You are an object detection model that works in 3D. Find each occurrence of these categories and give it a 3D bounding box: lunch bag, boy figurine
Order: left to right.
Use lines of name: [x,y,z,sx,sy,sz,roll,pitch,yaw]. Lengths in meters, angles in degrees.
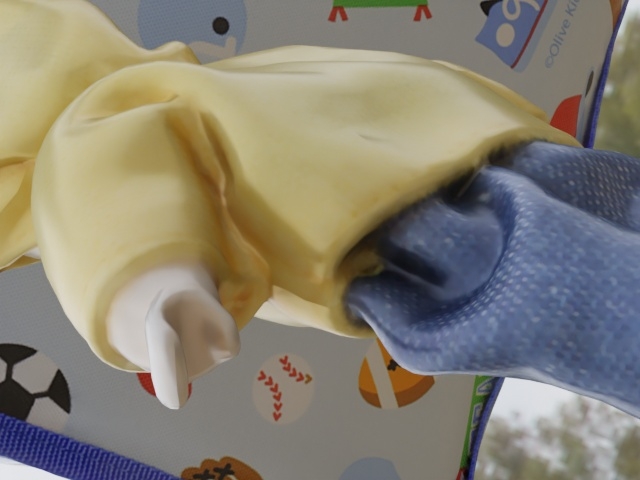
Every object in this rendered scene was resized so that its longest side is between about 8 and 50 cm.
lunch bag: [-0.077,-0.049,0.801,0.239,0.386,0.327,166,124,-78]
boy figurine: [0.000,0.000,0.444,0.177,0.285,0.092,-25,-58,-52]
